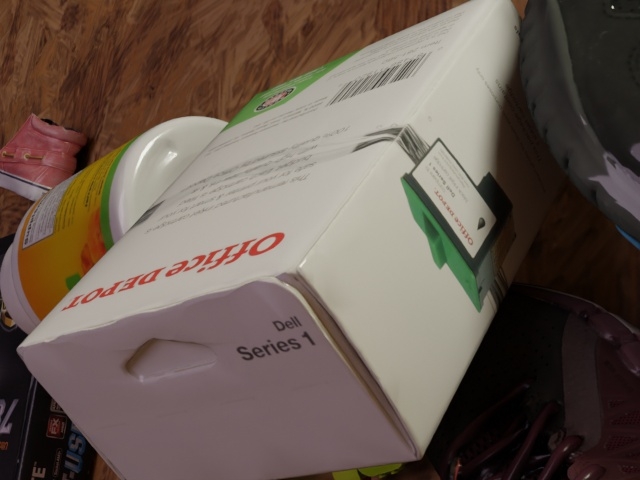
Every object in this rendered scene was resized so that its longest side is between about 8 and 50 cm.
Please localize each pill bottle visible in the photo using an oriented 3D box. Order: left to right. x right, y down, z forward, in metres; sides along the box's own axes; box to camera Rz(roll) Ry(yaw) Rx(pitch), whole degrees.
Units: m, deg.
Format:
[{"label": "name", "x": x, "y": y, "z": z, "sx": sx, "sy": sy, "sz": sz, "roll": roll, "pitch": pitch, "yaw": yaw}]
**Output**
[{"label": "pill bottle", "x": -0.137, "y": 0.009, "z": 0.854, "sx": 0.246, "sy": 0.136, "sz": 0.136, "roll": -20, "pitch": 59, "yaw": 52}]

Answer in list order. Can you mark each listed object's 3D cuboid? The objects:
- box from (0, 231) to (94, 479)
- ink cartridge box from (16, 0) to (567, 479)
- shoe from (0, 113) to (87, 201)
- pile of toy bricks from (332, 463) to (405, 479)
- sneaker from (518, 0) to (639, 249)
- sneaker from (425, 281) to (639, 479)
[{"label": "box", "x": -0.285, "y": 0.142, "z": 1.080, "sx": 0.295, "sy": 0.073, "sz": 0.293, "roll": -11, "pitch": 65, "yaw": 55}, {"label": "ink cartridge box", "x": 0.000, "y": 0.000, "z": 0.517, "sx": 0.160, "sy": 0.092, "sz": 0.219, "roll": -17, "pitch": 26, "yaw": 40}, {"label": "shoe", "x": -0.292, "y": -0.086, "z": 1.208, "sx": 0.178, "sy": 0.063, "sz": 0.081, "roll": 19, "pitch": 90, "yaw": 52}, {"label": "pile of toy bricks", "x": 0.016, "y": 0.087, "z": 0.642, "sx": 0.212, "sy": 0.118, "sz": 0.105, "roll": -24, "pitch": 83, "yaw": 31}, {"label": "sneaker", "x": 0.154, "y": -0.115, "z": 0.479, "sx": 0.139, "sy": 0.125, "sz": 0.341, "roll": -51, "pitch": 38, "yaw": 38}, {"label": "sneaker", "x": 0.084, "y": 0.094, "z": 0.416, "sx": 0.281, "sy": 0.162, "sz": 0.106, "roll": 44, "pitch": 110, "yaw": 43}]
